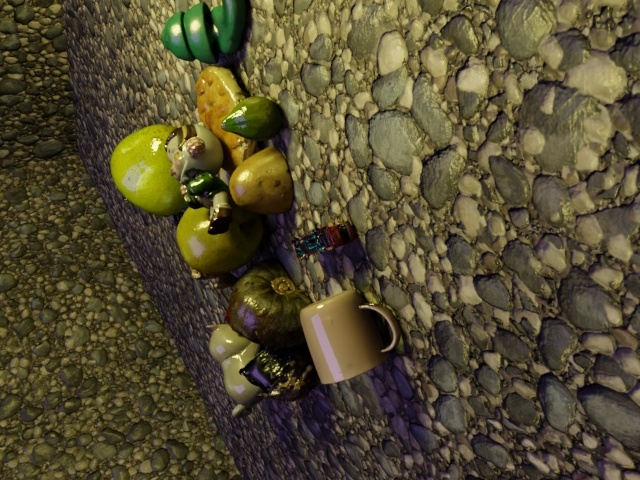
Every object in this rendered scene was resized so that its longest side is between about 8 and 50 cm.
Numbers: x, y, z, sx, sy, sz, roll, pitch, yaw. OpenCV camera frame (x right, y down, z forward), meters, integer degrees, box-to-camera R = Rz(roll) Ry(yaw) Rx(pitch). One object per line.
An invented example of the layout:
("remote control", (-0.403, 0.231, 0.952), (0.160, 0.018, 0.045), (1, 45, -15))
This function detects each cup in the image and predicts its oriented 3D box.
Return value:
("cup", (0.080, 0.234, 1.339), (0.253, 0.192, 0.200), (-23, 86, 30))

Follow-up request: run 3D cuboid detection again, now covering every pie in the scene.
("pie", (-0.293, -0.369, 1.601), (0.339, 0.083, 0.339), (37, 139, 41))

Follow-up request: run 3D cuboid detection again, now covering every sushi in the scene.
("sushi", (-0.130, 0.462, 1.770), (0.218, 0.225, 0.238), (53, 180, 7))

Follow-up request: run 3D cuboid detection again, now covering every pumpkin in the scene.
("pumpkin", (-0.185, 0.232, 1.692), (0.325, 0.232, 0.242), (46, 146, 38))

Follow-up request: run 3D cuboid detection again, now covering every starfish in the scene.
("starfish", (-0.340, 0.143, 1.862), (0.299, 0.303, 0.060), (16, 84, 56))

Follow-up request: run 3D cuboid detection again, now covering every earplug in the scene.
("earplug", (-0.324, -0.600, 1.424), (0.257, 0.281, 0.163), (48, -148, -72))

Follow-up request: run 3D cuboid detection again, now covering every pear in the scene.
("pear", (-0.338, -0.022, 1.714), (0.294, 0.294, 0.294), (36, 137, 42))
("pear", (-0.627, -0.301, 1.985), (0.318, 0.239, 0.342), (-40, 78, 27))

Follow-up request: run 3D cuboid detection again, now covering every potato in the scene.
("potato", (-0.187, -0.157, 1.513), (0.178, 0.158, 0.203), (46, 147, 35))

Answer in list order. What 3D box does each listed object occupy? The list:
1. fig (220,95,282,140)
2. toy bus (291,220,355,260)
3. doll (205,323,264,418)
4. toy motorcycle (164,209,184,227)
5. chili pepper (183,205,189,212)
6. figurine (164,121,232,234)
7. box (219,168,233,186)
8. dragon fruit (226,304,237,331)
("fig", (-0.192, -0.326, 1.401), (0.123, 0.156, 0.123), (43, 142, 46))
("toy bus", (0.000, 0.000, 1.369), (0.235, 0.097, 0.073), (-18, 93, 60))
("doll", (-0.310, 0.500, 2.085), (0.215, 0.226, 0.370), (61, -176, -68))
("toy motorcycle", (-0.653, -0.086, 2.364), (0.122, 0.080, 0.215), (-17, 100, 60))
("chili pepper", (-0.563, -0.103, 2.246), (0.153, 0.041, 0.050), (77, 173, -47))
("figurine", (-0.353, -0.198, 1.540), (0.369, 0.167, 0.281), (66, 153, 20))
("box", (-0.308, -0.209, 1.778), (0.105, 0.037, 0.105), (35, 136, 43))
("dragon fruit", (-0.330, 0.258, 2.039), (0.121, 0.127, 0.160), (24, 128, 38))
